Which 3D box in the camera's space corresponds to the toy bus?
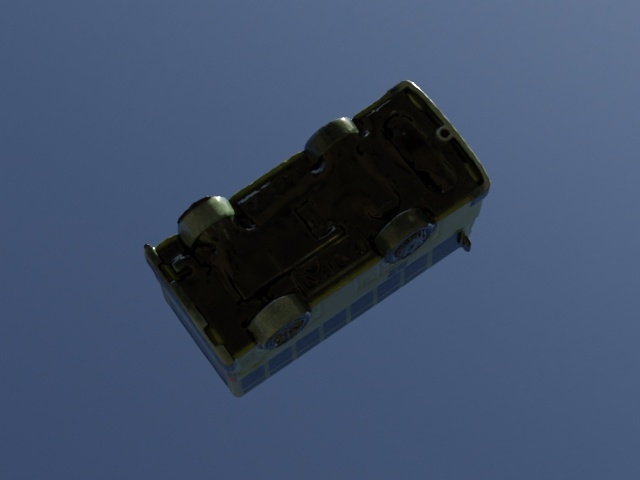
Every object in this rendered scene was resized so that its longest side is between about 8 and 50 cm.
[{"bbox_3d":[0.000,0.000,1.017,0.175,0.101,0.088,-34,-108,-11],"label":"toy bus"}]
